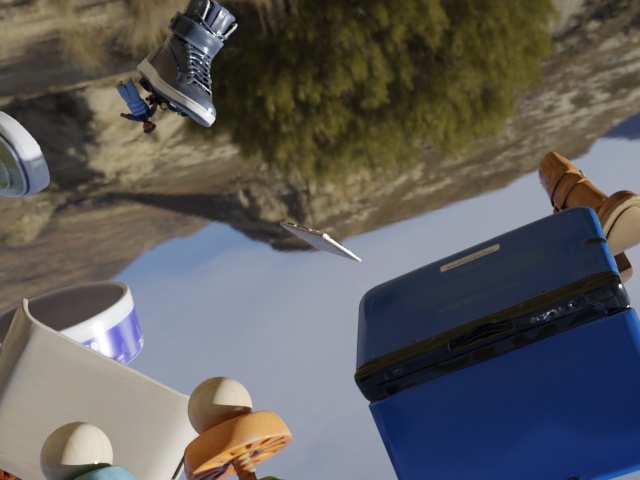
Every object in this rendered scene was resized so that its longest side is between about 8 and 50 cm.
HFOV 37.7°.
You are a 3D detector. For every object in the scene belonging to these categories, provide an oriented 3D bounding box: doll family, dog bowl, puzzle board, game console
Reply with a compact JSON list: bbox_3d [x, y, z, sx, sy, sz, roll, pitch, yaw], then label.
[{"bbox_3d":[-0.289,-0.264,1.727,0.193,0.111,0.076,-6,-141,34],"label":"doll family"},{"bbox_3d":[-0.440,0.166,1.596,0.265,0.104,0.265,-13,-165,4],"label":"dog bowl"},{"bbox_3d":[0.000,0.000,1.587,0.096,0.011,0.128,33,171,-36],"label":"puzzle board"},{"bbox_3d":[0.202,0.132,1.014,0.293,0.173,0.250,-23,-154,17],"label":"game console"}]

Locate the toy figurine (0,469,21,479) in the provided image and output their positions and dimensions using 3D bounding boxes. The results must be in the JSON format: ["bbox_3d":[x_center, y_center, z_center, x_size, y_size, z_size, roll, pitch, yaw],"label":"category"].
[{"bbox_3d":[-0.535,0.449,1.652,0.159,0.173,0.130,23,-133,26],"label":"toy figurine"}]

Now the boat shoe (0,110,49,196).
[{"bbox_3d":[-0.462,-0.113,1.170,0.302,0.109,0.094,20,-141,32],"label":"boat shoe"}]

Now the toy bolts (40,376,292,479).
[{"bbox_3d":[-0.150,0.233,0.837,0.229,0.158,0.218,-2,146,-48],"label":"toy bolts"}]

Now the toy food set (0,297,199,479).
[{"bbox_3d":[-0.320,0.242,1.304,0.306,0.219,0.092,27,-167,-5],"label":"toy food set"}]

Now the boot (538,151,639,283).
[{"bbox_3d":[0.432,-0.064,1.503,0.109,0.220,0.283,-26,153,5],"label":"boot"}]

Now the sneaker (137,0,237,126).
[{"bbox_3d":[-0.182,-0.277,1.421,0.163,0.086,0.226,-48,-137,4],"label":"sneaker"}]
